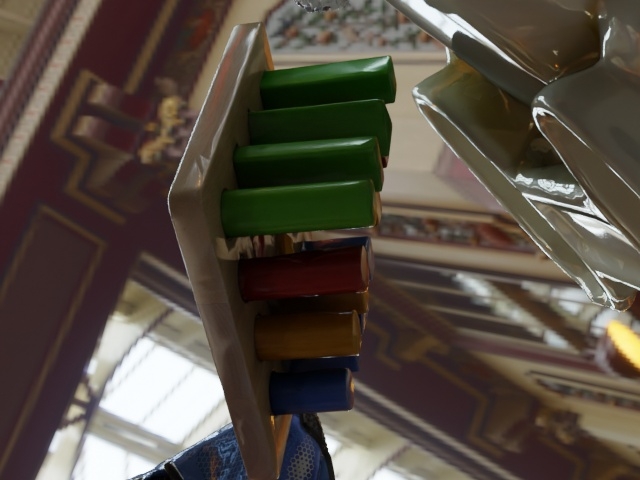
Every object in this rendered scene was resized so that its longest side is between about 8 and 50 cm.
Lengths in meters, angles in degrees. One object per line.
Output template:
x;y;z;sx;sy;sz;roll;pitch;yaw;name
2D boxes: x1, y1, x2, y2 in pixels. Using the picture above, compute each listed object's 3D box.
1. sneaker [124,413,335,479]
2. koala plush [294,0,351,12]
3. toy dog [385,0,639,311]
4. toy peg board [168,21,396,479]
-0.132;0.207;0.857;0.330;0.129;0.147;-41;-52;9;sneaker
0.003;-0.247;0.881;0.221;0.203;0.196;-41;-69;-56;koala plush
0.214;-0.196;0.647;0.408;0.284;0.395;-43;-87;-3;toy dog
0.000;0.000;0.661;0.161;0.079;0.160;-77;-22;-54;toy peg board
